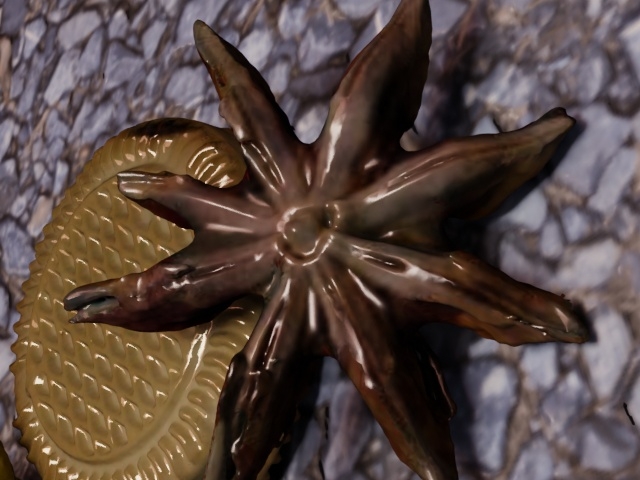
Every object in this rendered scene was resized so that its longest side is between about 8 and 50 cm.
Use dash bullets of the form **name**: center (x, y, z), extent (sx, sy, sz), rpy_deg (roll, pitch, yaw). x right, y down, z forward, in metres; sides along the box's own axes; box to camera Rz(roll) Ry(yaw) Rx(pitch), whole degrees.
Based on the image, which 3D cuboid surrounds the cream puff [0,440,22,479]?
- **cream puff**: center (-0.278, 0.273, 0.904), extent (0.378, 0.275, 0.378), rpy_deg (-15, 70, 48)

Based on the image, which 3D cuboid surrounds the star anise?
- **star anise**: center (-0.001, 0.000, 0.793), extent (0.288, 0.088, 0.288), rpy_deg (-3, 75, 11)

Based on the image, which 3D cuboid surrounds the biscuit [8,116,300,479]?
- **biscuit**: center (-0.099, 0.054, 0.934), extent (0.259, 0.079, 0.259), rpy_deg (-20, 63, 43)
